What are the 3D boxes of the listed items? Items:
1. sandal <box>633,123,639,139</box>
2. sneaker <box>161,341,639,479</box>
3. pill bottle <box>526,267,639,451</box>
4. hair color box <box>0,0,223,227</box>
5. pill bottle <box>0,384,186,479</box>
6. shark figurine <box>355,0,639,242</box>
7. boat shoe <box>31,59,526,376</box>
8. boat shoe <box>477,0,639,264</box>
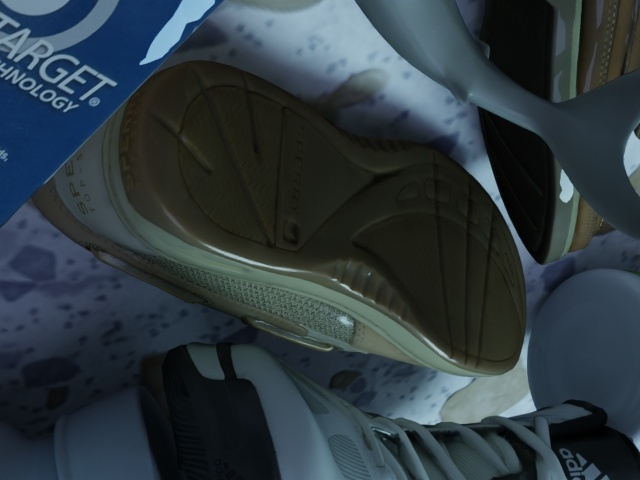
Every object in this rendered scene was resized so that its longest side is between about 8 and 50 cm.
[{"bbox_3d":[0.244,-0.128,0.625,0.072,0.049,0.180,4,145,-23],"label":"sandal"},{"bbox_3d":[0.069,0.131,0.624,0.258,0.169,0.447,-14,161,2],"label":"sneaker"},{"bbox_3d":[0.292,0.099,0.808,0.246,0.136,0.136,7,128,-33],"label":"pill bottle"},{"bbox_3d":[-0.145,-0.092,0.357,0.347,0.174,0.105,-42,137,17],"label":"hair color box"},{"bbox_3d":[-0.260,0.239,0.594,0.408,0.229,0.229,-22,139,-6],"label":"pill bottle"},{"bbox_3d":[0.038,-0.109,0.409,0.166,0.116,0.278,-11,123,27],"label":"shark figurine"},{"bbox_3d":[0.000,0.000,0.591,0.110,0.121,0.341,-11,153,40],"label":"boat shoe"},{"bbox_3d":[0.143,-0.107,0.539,0.105,0.110,0.307,-20,139,-7],"label":"boat shoe"}]
